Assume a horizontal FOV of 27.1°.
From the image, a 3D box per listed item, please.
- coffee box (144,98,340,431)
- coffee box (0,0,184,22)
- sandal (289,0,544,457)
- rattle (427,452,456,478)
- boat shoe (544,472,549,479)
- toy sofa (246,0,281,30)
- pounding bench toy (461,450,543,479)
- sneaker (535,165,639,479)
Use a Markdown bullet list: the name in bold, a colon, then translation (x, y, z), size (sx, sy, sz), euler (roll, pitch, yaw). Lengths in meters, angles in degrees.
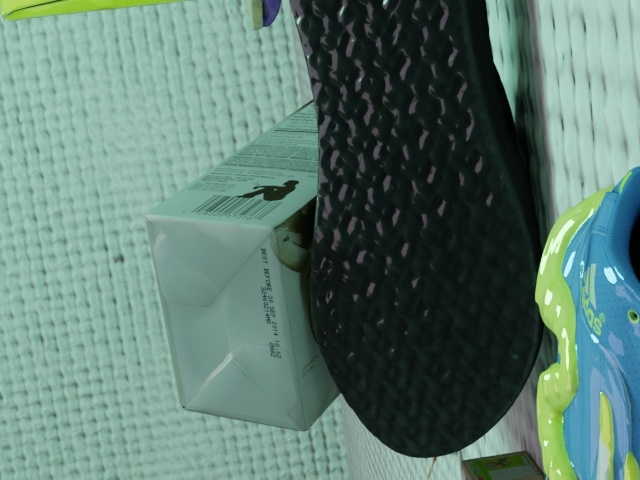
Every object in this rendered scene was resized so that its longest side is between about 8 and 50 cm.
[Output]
- **coffee box**: translation (0.000, 0.000, 1.073), size (0.297, 0.119, 0.168), euler (-40, -50, -52)
- **coffee box**: translation (-0.212, -0.481, 1.704), size (0.334, 0.338, 0.338), euler (-33, -62, -58)
- **sandal**: translation (0.075, -0.067, 0.906), size (0.107, 0.167, 0.446), euler (-30, -62, -57)
- **rattle**: translation (0.115, 0.121, 1.354), size (0.130, 0.142, 0.200), euler (16, -136, -60)
- **boat shoe**: translation (0.146, 0.175, 0.739), size (0.078, 0.070, 0.219), euler (103, 159, -79)
- **toy sofa**: translation (-0.013, -0.344, 1.369), size (0.362, 0.150, 0.177), euler (144, 114, -85)
- **pounding bench toy**: translation (0.141, 0.205, 0.991), size (0.083, 0.052, 0.065), euler (-117, 19, -77)
- **sneaker**: translation (0.137, 0.078, 0.536), size (0.126, 0.091, 0.240), euler (92, 170, -65)
